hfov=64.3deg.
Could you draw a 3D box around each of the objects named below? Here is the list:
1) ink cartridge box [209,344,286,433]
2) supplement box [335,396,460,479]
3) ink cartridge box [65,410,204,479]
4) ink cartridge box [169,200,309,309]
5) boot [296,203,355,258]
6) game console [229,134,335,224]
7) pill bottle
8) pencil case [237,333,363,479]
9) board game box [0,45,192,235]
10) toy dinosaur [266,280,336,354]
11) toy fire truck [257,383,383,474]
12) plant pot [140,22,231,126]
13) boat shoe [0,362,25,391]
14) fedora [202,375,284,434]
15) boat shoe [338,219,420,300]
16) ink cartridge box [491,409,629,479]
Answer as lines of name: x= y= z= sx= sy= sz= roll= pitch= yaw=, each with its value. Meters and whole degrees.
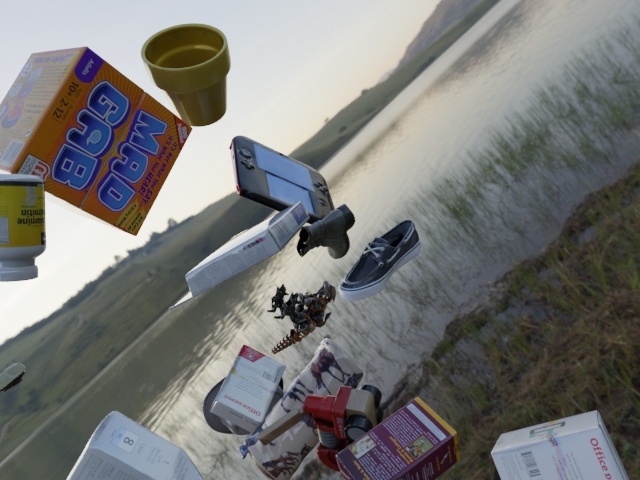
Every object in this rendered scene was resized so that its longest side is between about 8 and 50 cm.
ink cartridge box: x=-0.182 y=0.372 z=1.282 sx=0.072 sy=0.127 sz=0.175 roll=-58 pitch=5 yaw=43
supplement box: x=0.135 y=0.375 z=0.880 sx=0.188 sy=0.080 sz=0.104 roll=-28 pitch=33 yaw=-19
ink cartridge box: x=-0.282 y=0.514 z=0.920 sx=0.308 sy=0.385 sz=0.091 roll=-54 pitch=8 yaw=25
ink cartridge box: x=-0.208 y=0.026 z=1.309 sx=0.330 sy=0.071 sz=0.324 roll=-26 pitch=10 yaw=16
boot: x=0.000 y=0.000 z=1.413 sx=0.161 sy=0.083 sz=0.246 roll=-28 pitch=-24 yaw=-19
game console: x=-0.120 y=-0.194 z=1.707 sx=0.060 sy=0.387 sz=0.342 roll=-54 pitch=33 yaw=25
pill bottle: x=-0.541 y=-0.024 z=0.895 sx=0.103 sy=0.184 sz=0.103 roll=1 pitch=5 yaw=0
pencil case: x=-0.048 y=0.471 z=1.445 sx=0.410 sy=0.183 sz=0.160 roll=-50 pitch=-28 yaw=-13
board game box: x=-0.661 y=-0.271 z=1.419 sx=0.357 sy=0.356 sz=0.356 roll=15 pitch=76 yaw=40
toy dinosaur: x=-0.070 y=0.282 z=1.900 sx=0.164 sy=0.218 sz=0.322 roll=-11 pitch=44 yaw=48
toy fire truck: x=0.007 y=0.437 z=1.149 sx=0.246 sy=0.217 sz=0.158 roll=3 pitch=33 yaw=19
plant pot: x=-0.390 y=-0.495 z=1.569 sx=0.254 sy=0.254 sz=0.239 roll=-46 pitch=-27 yaw=-27
boat shoe: x=-0.746 y=0.337 z=1.181 sx=0.133 sy=0.049 sz=0.042 roll=-45 pitch=-23 yaw=-67
fedora: x=-0.220 y=0.528 z=1.615 sx=0.275 sy=0.243 sz=0.124 roll=-20 pitch=26 yaw=-27
boat shoe: x=0.152 y=0.042 z=1.312 sx=0.301 sy=0.102 sz=0.108 roll=-33 pitch=33 yaw=-31
ink cartridge box: x=0.618 y=0.583 z=1.302 sx=0.270 sy=0.198 sz=0.197 roll=-25 pitch=-15 yaw=23
